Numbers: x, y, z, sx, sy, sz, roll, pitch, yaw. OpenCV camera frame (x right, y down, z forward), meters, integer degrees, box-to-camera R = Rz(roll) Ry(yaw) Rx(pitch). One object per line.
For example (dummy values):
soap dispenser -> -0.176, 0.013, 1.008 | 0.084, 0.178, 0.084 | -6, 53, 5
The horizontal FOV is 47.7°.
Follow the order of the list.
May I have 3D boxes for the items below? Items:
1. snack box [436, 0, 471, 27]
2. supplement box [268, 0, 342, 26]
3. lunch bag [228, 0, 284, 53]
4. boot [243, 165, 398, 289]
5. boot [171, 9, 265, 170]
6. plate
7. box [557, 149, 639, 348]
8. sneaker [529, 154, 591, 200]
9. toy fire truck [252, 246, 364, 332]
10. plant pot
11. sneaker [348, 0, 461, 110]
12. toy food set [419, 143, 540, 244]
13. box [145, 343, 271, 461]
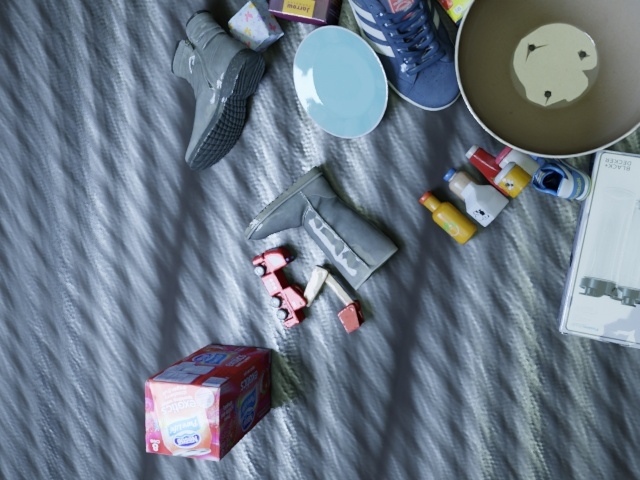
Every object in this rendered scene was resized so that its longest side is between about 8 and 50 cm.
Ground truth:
snack box -> 0.220, -0.470, 1.121 | 0.174, 0.070, 0.207 | -36, 89, 15
supplement box -> -0.010, -0.452, 1.176 | 0.104, 0.081, 0.188 | 14, 101, 12
lunch bag -> -0.114, -0.358, 1.229 | 0.083, 0.053, 0.071 | -29, 90, 41
boot -> -0.001, 0.001, 1.236 | 0.190, 0.076, 0.208 | -40, 92, 6
boot -> -0.203, -0.260, 1.262 | 0.161, 0.083, 0.246 | 40, 116, 24
plate -> 0.035, -0.260, 1.188 | 0.188, 0.024, 0.188 | 21, 129, 29
box -> 0.476, 0.013, 1.112 | 0.169, 0.087, 0.289 | 9, 99, 13
sneaker -> 0.345, -0.107, 1.112 | 0.144, 0.059, 0.053 | 42, 131, 50
toy fire truck -> -0.021, 0.087, 1.268 | 0.135, 0.047, 0.192 | -27, 89, 16
plant pot -> 0.346, -0.265, 1.054 | 0.284, 0.191, 0.284 | 2, 99, 14
sneaker -> 0.117, -0.346, 1.087 | 0.131, 0.148, 0.350 | -35, 107, 2
toy food set -> 0.244, -0.091, 1.116 | 0.104, 0.232, 0.111 | 41, 71, 6
box -> -0.180, 0.264, 1.223 | 0.128, 0.257, 0.122 | 3, 96, 14
